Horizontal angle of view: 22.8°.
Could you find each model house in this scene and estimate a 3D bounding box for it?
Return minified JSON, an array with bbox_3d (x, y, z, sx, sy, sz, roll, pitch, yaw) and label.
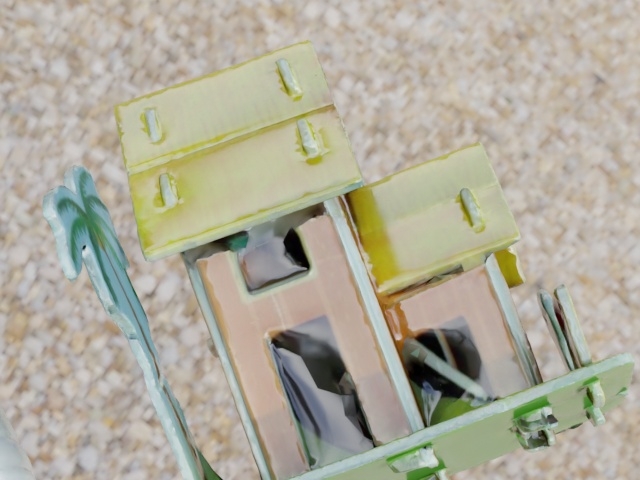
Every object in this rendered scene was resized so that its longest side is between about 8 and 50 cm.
[{"bbox_3d":[0.000,0.000,1.011,0.300,0.340,0.323,-22,73,3],"label":"model house"}]

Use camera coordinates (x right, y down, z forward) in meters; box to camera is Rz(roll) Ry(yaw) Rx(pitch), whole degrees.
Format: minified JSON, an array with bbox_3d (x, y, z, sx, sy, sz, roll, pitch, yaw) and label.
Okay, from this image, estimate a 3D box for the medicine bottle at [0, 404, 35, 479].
[{"bbox_3d":[-0.261,0.106,0.899,0.152,0.152,0.254,-17,67,-41],"label":"medicine bottle"}]
